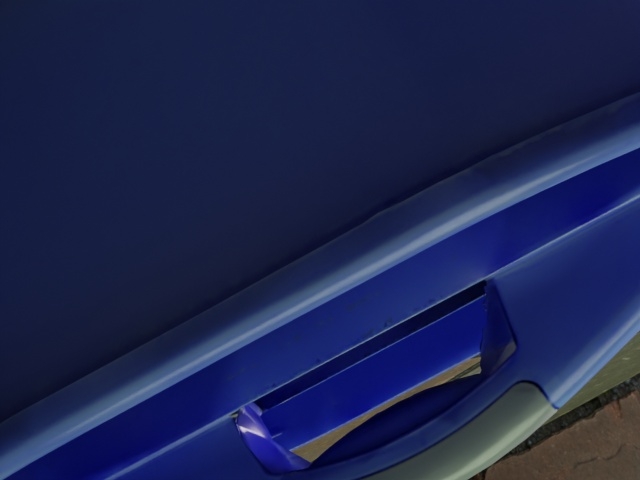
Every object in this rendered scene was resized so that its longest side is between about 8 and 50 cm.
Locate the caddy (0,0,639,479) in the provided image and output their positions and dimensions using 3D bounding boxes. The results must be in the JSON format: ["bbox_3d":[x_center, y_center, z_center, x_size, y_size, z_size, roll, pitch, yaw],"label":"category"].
[{"bbox_3d":[0.000,0.000,0.614,0.341,0.179,0.241,-29,166,16],"label":"caddy"}]
